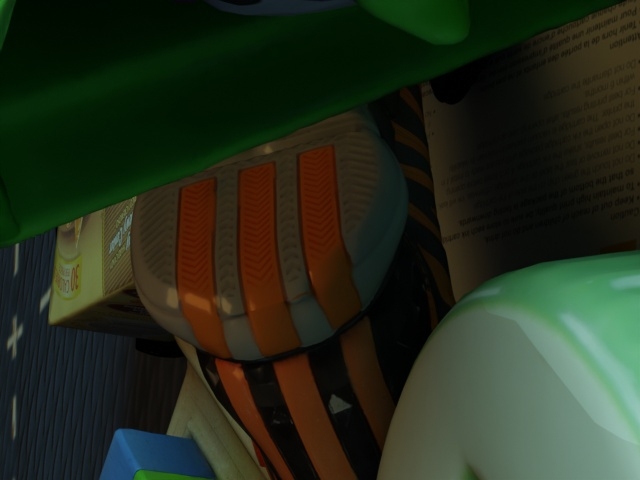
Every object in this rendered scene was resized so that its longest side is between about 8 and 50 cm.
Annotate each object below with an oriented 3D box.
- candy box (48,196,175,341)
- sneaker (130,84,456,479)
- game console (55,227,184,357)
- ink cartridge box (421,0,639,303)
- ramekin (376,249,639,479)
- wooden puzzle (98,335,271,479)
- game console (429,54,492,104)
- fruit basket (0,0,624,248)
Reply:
[{"bbox_3d":[-0.072,-0.051,0.914,0.316,0.087,0.183,158,118,-68],"label":"candy box"},{"bbox_3d":[0.000,0.000,0.667,0.321,0.124,0.180,-85,-22,-55],"label":"sneaker"},{"bbox_3d":[-0.127,-0.013,1.198,0.361,0.044,0.213,-24,58,60],"label":"game console"},{"bbox_3d":[0.080,-0.068,0.772,0.324,0.071,0.330,-18,67,61],"label":"ink cartridge box"},{"bbox_3d":[0.115,0.140,0.435,0.303,0.148,0.303,180,90,-74],"label":"ramekin"},{"bbox_3d":[-0.076,0.252,0.829,0.322,0.080,0.348,-134,56,-59],"label":"wooden puzzle"},{"bbox_3d":[0.040,-0.139,0.719,0.107,0.071,0.122,-58,33,39],"label":"game console"},{"bbox_3d":[0.091,-0.113,0.411,0.283,0.392,0.392,123,147,-45],"label":"fruit basket"}]
